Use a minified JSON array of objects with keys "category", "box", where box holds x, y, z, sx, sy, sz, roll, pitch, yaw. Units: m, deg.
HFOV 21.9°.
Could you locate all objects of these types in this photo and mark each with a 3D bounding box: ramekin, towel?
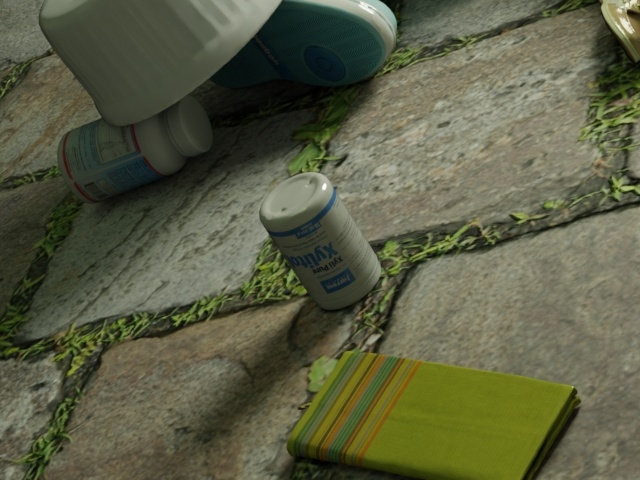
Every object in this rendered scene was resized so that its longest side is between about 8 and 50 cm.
[{"category":"ramekin","box":[-0.170,-0.265,1.760,0.277,0.135,0.277,-34,25,18]},{"category":"towel","box":[0.080,0.139,1.250,0.237,0.021,0.102,5,52,46]}]

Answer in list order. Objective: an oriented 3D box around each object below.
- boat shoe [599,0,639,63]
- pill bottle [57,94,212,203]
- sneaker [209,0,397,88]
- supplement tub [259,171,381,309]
[{"category":"boat shoe","box":[0.289,-0.211,1.534,0.045,0.050,0.135,-30,29,17]},{"category":"pill bottle","box":[-0.202,-0.103,1.815,0.160,0.087,0.087,-18,32,24]},{"category":"sneaker","box":[-0.001,-0.277,1.842,0.319,0.127,0.208,5,48,47]},{"category":"supplement tub","box":[0.000,0.000,1.442,0.071,0.107,0.071,-25,30,15]}]
